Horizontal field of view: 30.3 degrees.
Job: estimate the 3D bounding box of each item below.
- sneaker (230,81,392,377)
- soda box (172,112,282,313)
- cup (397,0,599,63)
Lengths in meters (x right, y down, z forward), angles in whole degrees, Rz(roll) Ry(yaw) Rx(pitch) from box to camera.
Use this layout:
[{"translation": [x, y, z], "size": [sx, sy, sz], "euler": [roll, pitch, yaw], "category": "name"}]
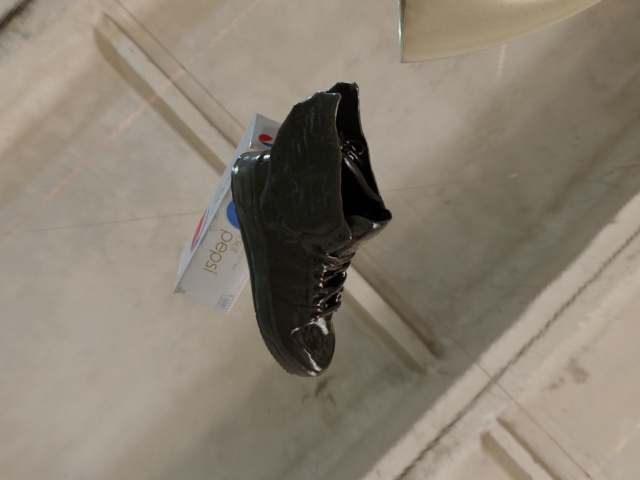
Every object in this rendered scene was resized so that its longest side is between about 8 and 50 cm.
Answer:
[{"translation": [0.001, -0.001, 0.673], "size": [0.089, 0.051, 0.170], "euler": [-6, -75, 35], "category": "sneaker"}, {"translation": [-0.085, -0.025, 1.268], "size": [0.069, 0.074, 0.216], "euler": [23, -55, -14], "category": "soda box"}, {"translation": [0.209, -0.359, 1.300], "size": [0.237, 0.331, 0.331], "euler": [2, -89, 2], "category": "cup"}]
